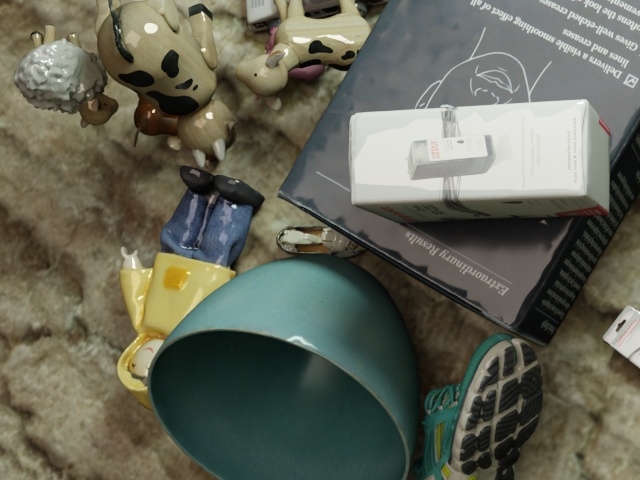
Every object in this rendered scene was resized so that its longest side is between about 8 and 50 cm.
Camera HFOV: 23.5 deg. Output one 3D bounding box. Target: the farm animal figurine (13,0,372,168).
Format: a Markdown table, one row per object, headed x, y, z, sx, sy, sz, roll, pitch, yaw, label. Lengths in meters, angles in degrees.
| x | y | z | sx | sy | sz | roll | pitch | yaw | label |
| --- | --- | --- | --- | --- | --- | --- | --- | --- | --- |
| -0.127 | -0.186 | 1.725 | 0.330 | 0.327 | 0.172 | -30 | 55 | 33 | farm animal figurine |

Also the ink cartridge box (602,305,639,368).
| x | y | z | sx | sy | sz | roll | pitch | yaw | label |
| --- | --- | --- | --- | --- | --- | --- | --- | --- | --- |
| 0.340 | 0.108 | 1.622 | 0.083 | 0.028 | 0.048 | 38 | 94 | 25 | ink cartridge box |

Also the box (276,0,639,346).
| x | y | z | sx | sy | sz | roll | pitch | yaw | label |
| --- | --- | --- | --- | --- | --- | --- | --- | --- | --- |
| 0.197 | -0.131 | 1.621 | 0.293 | 0.212 | 0.395 | 31 | 91 | 20 | box |

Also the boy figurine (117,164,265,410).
| x | y | z | sx | sy | sz | roll | pitch | yaw | label |
| --- | --- | --- | --- | --- | --- | --- | --- | --- | --- |
| -0.169 | 0.058 | 1.810 | 0.177 | 0.092 | 0.285 | 20 | 84 | 22 | boy figurine |

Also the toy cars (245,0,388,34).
| x | y | z | sx | sy | sz | roll | pitch | yaw | label |
| --- | --- | --- | --- | --- | --- | --- | --- | --- | --- |
| -0.094 | -0.366 | 1.869 | 0.394 | 0.087 | 0.176 | 34 | 93 | 25 | toy cars |

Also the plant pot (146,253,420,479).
| x | y | z | sx | sy | sz | roll | pitch | yaw | label |
| --- | --- | --- | --- | --- | --- | --- | --- | --- | --- |
| -0.014 | 0.128 | 1.655 | 0.290 | 0.290 | 0.195 | 5 | 45 | 23 | plant pot |

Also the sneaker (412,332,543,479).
| x | y | z | sx | sy | sz | roll | pitch | yaw | label |
| --- | --- | --- | --- | --- | --- | --- | --- | --- | --- |
| 0.146 | 0.191 | 1.579 | 0.107 | 0.275 | 0.110 | -21 | 53 | -30 | sneaker |

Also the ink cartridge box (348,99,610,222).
| x | y | z | sx | sy | sz | roll | pitch | yaw | label |
| --- | --- | --- | --- | --- | --- | --- | --- | --- | --- |
| 0.150 | -0.070 | 1.430 | 0.218 | 0.158 | 0.092 | 0 | 84 | 19 | ink cartridge box |

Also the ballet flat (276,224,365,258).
| x | y | z | sx | sy | sz | roll | pitch | yaw | label |
| --- | --- | --- | --- | --- | --- | --- | --- | --- | --- |
| 0.000 | 0.000 | 1.779 | 0.114 | 0.041 | 0.041 | -1 | 79 | 22 | ballet flat |
